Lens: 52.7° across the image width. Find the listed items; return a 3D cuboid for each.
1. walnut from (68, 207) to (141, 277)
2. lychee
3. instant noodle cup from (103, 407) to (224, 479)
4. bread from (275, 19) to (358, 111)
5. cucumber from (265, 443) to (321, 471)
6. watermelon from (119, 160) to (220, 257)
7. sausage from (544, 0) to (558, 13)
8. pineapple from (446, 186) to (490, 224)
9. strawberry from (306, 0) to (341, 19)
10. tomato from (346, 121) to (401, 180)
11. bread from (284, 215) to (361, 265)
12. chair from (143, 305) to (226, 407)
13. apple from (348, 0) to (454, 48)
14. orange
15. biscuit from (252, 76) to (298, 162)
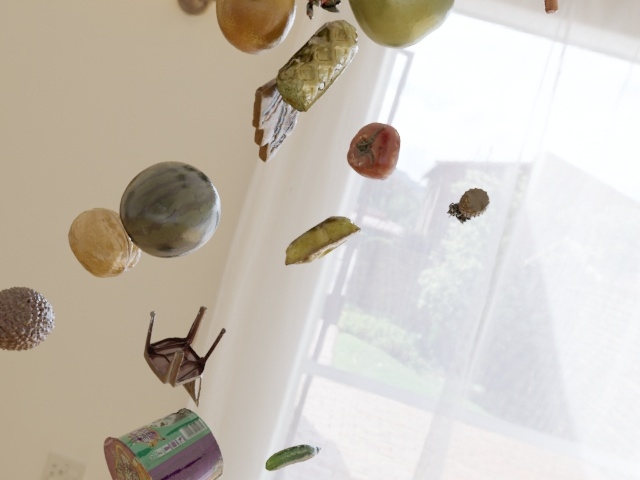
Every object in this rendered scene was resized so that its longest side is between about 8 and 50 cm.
[{"bbox_3d":[-0.561,0.004,1.675,0.197,0.165,0.165,54,20,23],"label":"walnut"},{"bbox_3d":[-0.812,0.215,1.722,0.188,0.188,0.188,16,3,-1],"label":"lychee"},{"bbox_3d":[-0.358,0.523,1.514,0.251,0.251,0.190,19,33,40],"label":"instant noodle cup"},{"bbox_3d":[-0.003,-0.487,1.761,0.130,0.268,0.152,44,-10,-22],"label":"bread"},{"bbox_3d":[-0.053,0.447,1.350,0.155,0.037,0.037,-2,15,-42],"label":"cucumber"},{"bbox_3d":[-0.317,-0.067,1.375,0.212,0.212,0.212,16,3,-1],"label":"watermelon"},{"bbox_3d":[0.592,-0.624,1.661,0.034,0.083,0.034,0,-10,0],"label":"sausage"},{"bbox_3d":[0.355,-0.080,1.574,0.074,0.074,0.159,16,-13,-7],"label":"pineapple"},{"bbox_3d":[0.009,-0.479,1.089,0.140,0.192,0.085,33,-1,-4],"label":"strawberry"},{"bbox_3d":[0.188,-0.337,2.415,0.228,0.228,0.101,19,6,37],"label":"tomato"},{"bbox_3d":[0.000,0.000,1.787,0.088,0.233,0.161,59,-1,7],"label":"bread"},{"bbox_3d":[-0.417,0.358,1.877,0.183,0.326,0.175,-12,45,-45],"label":"chair"},{"bbox_3d":[0.253,-0.805,2.070,0.357,0.357,0.357,16,3,-1],"label":"apple"},{"bbox_3d":[-0.175,-0.624,1.744,0.236,0.236,0.236,16,3,-1],"label":"orange"},{"bbox_3d":[-0.128,-0.370,1.891,0.043,0.278,0.301,26,1,16],"label":"biscuit"}]
